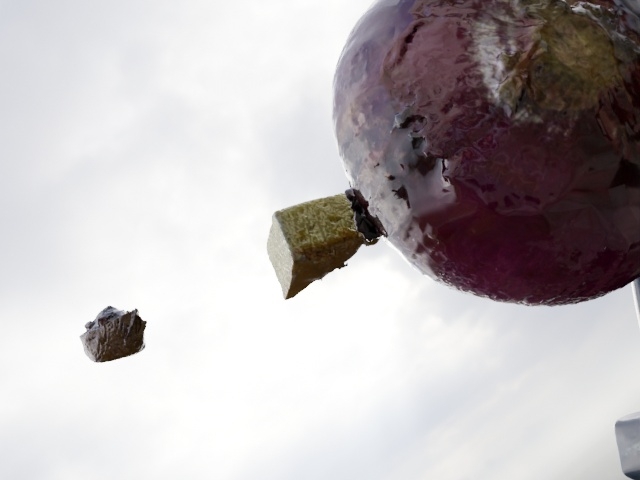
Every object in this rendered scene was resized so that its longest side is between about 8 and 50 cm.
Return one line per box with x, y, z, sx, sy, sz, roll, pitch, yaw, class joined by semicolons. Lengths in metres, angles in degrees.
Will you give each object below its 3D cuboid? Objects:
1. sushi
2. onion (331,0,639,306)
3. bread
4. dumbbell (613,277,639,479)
-0.177;0.079;0.687;0.050;0.047;0.099;-12;-2;-41;sushi
0.169;-0.087;0.785;0.348;0.347;0.385;-31;-11;-19;onion
0.000;0.000;0.883;0.109;0.084;0.080;-16;-31;-19;bread
0.384;0.103;0.891;0.144;0.316;0.156;0;-20;-15;dumbbell
